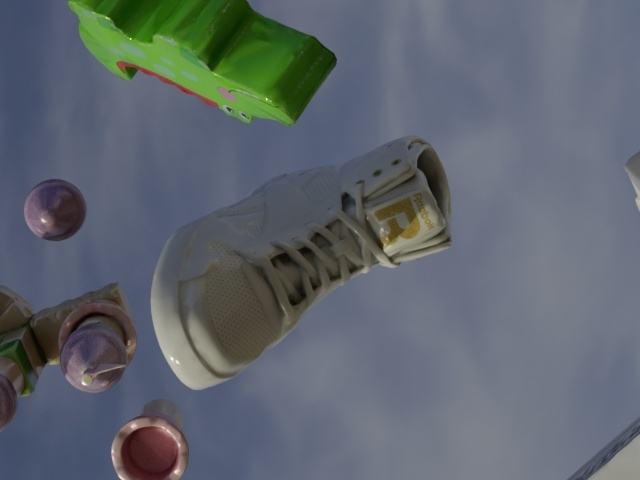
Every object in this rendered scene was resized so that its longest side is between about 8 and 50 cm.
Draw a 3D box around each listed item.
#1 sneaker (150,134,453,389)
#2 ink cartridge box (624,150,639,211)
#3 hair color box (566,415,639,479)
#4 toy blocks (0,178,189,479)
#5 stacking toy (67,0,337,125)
[{"bbox_3d":[0.000,0.000,1.404,0.108,0.169,0.292,64,-152,-15],"label":"sneaker"},{"bbox_3d":[0.369,-0.027,1.393,0.233,0.171,0.168,-35,-36,0],"label":"ink cartridge box"},{"bbox_3d":[0.212,0.250,0.780,0.185,0.374,0.113,-43,-8,11],"label":"hair color box"},{"bbox_3d":[-0.290,0.108,1.608,0.260,0.289,0.309,-90,-20,-81],"label":"toy blocks"},{"bbox_3d":[-0.045,-0.124,0.472,0.167,0.221,0.052,-55,-30,-17],"label":"stacking toy"}]
